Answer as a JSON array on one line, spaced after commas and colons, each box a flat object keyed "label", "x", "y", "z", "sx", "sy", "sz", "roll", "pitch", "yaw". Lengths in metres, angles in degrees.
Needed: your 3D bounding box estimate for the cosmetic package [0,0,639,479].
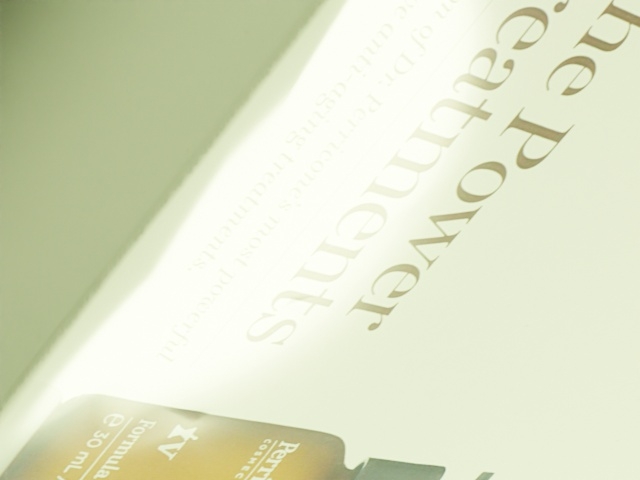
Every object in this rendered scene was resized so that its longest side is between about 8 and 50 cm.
[{"label": "cosmetic package", "x": 0.005, "y": 0.031, "z": 0.564, "sx": 0.284, "sy": 0.097, "sz": 0.377, "roll": 11, "pitch": 127, "yaw": -47}]
